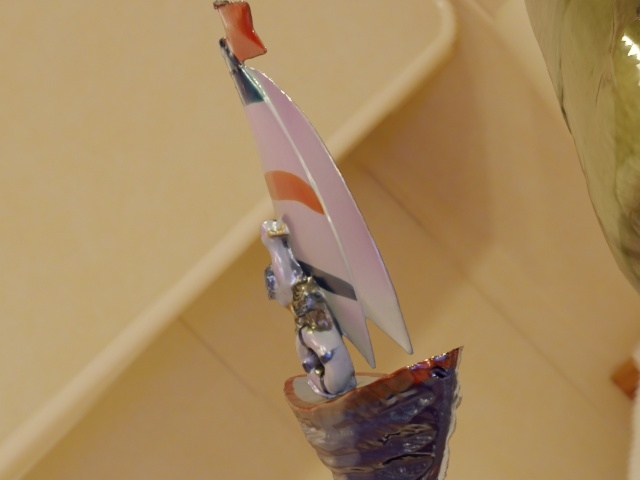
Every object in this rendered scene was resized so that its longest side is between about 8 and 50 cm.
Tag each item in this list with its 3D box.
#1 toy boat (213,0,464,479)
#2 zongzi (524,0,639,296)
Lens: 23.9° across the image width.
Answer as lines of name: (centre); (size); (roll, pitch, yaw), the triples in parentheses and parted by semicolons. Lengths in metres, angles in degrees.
toy boat: (0.015, 0.016, 0.895); (0.072, 0.318, 0.219); (-18, 24, -24)
zongzi: (0.355, -0.123, 0.797); (0.466, 0.218, 0.500); (-16, 30, 9)
